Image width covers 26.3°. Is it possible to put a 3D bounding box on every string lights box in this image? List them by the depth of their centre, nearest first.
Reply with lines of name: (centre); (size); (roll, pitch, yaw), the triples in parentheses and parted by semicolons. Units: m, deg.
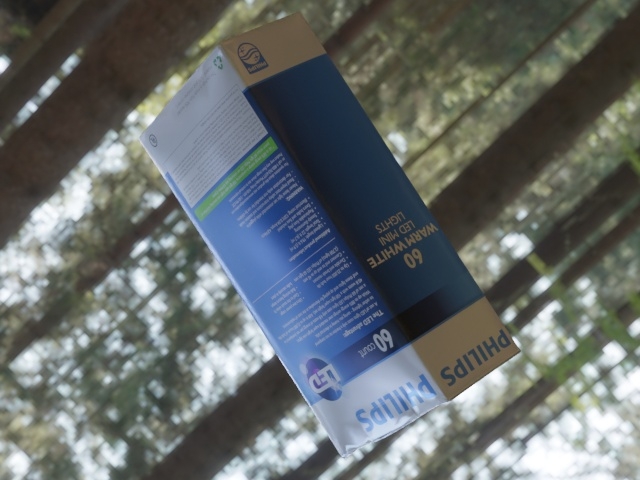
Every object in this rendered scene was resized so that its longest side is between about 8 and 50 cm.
string lights box: (0.000, 0.000, 0.891); (0.077, 0.133, 0.259); (-29, -96, -38)
